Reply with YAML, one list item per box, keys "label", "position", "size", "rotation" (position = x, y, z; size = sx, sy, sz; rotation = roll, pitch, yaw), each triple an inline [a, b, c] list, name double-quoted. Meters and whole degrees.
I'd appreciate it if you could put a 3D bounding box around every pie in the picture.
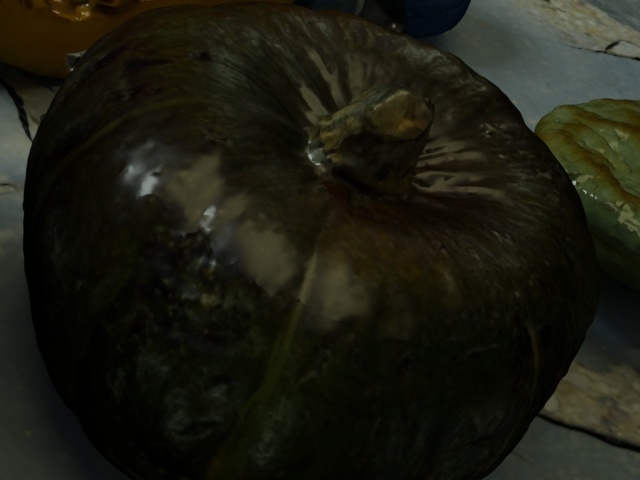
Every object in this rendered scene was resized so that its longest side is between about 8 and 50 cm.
- label: "pie"
  position: [0.226, -0.005, 0.765]
  size: [0.247, 0.090, 0.201]
  rotation: [22, 30, -2]

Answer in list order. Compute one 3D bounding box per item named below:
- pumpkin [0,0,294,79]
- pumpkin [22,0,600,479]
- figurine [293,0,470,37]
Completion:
- label: "pumpkin"
  position: [-0.131, -0.182, 0.779]
  size: [0.278, 0.111, 0.163]
  rotation: [-22, 53, -28]
- label: "pumpkin"
  position: [0.000, -0.002, 0.582]
  size: [0.260, 0.189, 0.260]
  rotation: [12, 44, -12]
- label: "figurine"
  position: [0.025, -0.171, 0.860]
  size: [0.149, 0.087, 0.086]
  rotation: [0, 84, -23]
